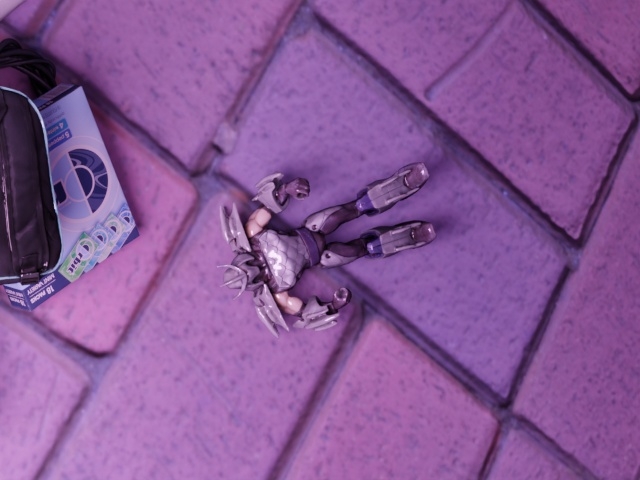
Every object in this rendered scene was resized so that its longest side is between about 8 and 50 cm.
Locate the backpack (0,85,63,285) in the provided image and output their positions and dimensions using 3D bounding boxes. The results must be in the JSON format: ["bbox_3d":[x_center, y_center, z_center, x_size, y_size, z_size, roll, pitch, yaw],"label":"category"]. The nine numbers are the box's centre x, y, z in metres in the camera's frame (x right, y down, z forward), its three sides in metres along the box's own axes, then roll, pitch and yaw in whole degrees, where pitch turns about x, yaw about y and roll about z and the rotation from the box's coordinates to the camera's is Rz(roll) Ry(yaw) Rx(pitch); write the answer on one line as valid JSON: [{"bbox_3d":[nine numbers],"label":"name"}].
[{"bbox_3d":[-0.337,-0.053,1.551,0.166,0.144,0.188,-8,101,-35],"label":"backpack"}]

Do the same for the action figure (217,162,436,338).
[{"bbox_3d":[0.000,0.000,1.909,0.285,0.099,0.185,-23,100,-31],"label":"action figure"}]

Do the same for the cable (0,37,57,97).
[{"bbox_3d":[-0.337,-0.125,1.731,0.184,0.047,0.150,-40,105,-32],"label":"cable"}]

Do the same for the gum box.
[{"bbox_3d":[-0.285,-0.046,1.724,0.157,0.041,0.184,-38,122,-33],"label":"gum box"}]

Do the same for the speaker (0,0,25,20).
[{"bbox_3d":[-0.361,-0.242,1.731,0.136,0.055,0.055,-46,108,-30],"label":"speaker"}]
